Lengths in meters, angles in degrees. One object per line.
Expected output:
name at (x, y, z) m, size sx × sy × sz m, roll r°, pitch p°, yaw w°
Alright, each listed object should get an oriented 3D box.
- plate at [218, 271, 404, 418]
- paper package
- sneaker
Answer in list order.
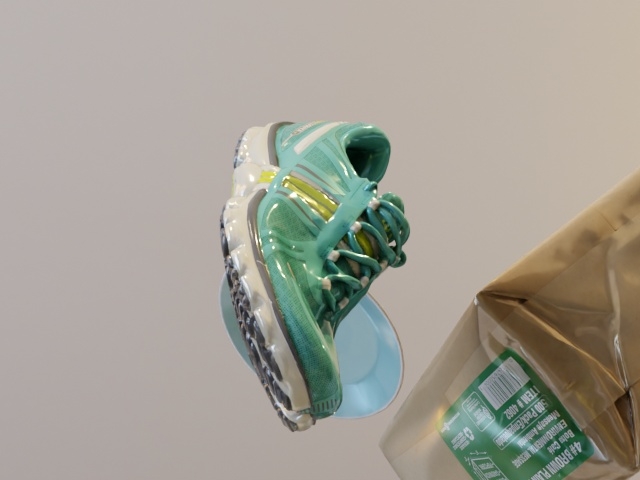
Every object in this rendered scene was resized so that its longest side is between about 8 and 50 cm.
plate at (-0.006, 0.079, 1.114) m, size 0.188 × 0.024 × 0.188 m, roll 19°, pitch -48°, yaw 22°
paper package at (0.230, 0.097, 1.032) m, size 0.168 × 0.309 × 0.325 m, roll 48°, pitch -28°, yaw 14°
sneaker at (0.000, 0.000, 0.765) m, size 0.110 × 0.275 × 0.107 m, roll -8°, pitch -55°, yaw 6°
